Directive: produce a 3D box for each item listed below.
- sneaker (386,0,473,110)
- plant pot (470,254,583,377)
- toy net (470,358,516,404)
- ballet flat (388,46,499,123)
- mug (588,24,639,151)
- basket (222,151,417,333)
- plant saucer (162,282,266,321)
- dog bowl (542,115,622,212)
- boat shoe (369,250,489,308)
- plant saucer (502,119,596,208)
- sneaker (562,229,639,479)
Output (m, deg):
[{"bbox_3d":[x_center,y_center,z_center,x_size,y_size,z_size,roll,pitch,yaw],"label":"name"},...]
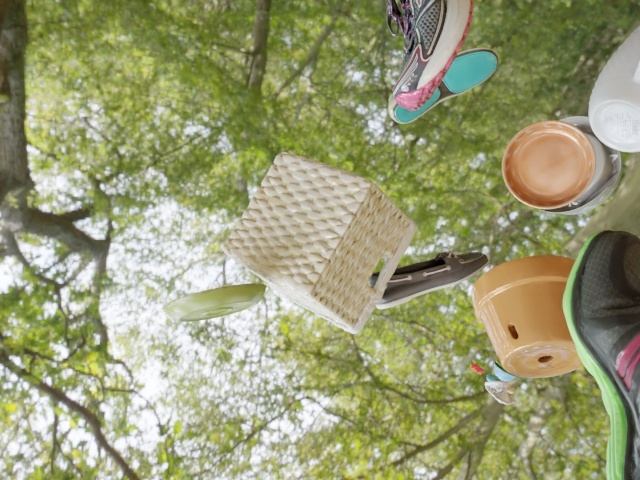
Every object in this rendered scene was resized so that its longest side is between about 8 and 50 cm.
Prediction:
[{"bbox_3d":[0.125,-0.305,0.778,0.112,0.121,0.299,12,-105,-8],"label":"sneaker"},{"bbox_3d":[0.523,0.197,1.478,0.291,0.290,0.203,9,-128,-12],"label":"plant pot"},{"bbox_3d":[0.442,0.342,1.547,0.122,0.045,0.232,28,-169,10],"label":"toy net"},{"bbox_3d":[0.254,-0.338,1.308,0.249,0.086,0.086,-27,-141,13],"label":"ballet flat"},{"bbox_3d":[0.865,-0.426,1.588,0.276,0.374,0.328,32,-115,30],"label":"mug"},{"bbox_3d":[0.000,0.000,1.523,0.331,0.328,0.266,25,172,37],"label":"basket"},{"bbox_3d":[-0.237,0.147,1.407,0.241,0.241,0.037,-7,-105,-30],"label":"plant saucer"},{"bbox_3d":[0.865,-0.246,2.117,0.102,0.348,0.348,22,-152,-41],"label":"dog bowl"},{"bbox_3d":[0.287,0.081,1.627,0.335,0.095,0.112,-21,-171,-7],"label":"boat shoe"},{"bbox_3d":[0.516,-0.171,1.392,0.200,0.199,0.037,35,-164,21],"label":"plant saucer"},{"bbox_3d":[0.455,0.171,0.777,0.185,0.202,0.482,20,-133,-19],"label":"sneaker"}]
